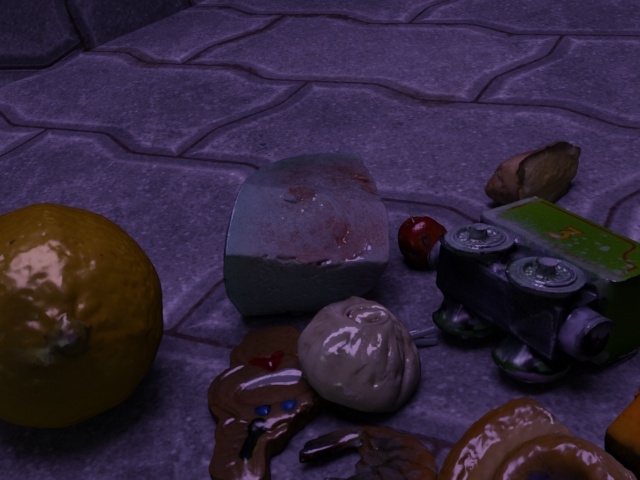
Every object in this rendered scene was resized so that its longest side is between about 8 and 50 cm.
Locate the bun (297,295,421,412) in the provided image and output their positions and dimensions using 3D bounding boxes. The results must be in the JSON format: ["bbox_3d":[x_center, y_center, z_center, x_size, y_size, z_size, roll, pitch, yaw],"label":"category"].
[{"bbox_3d":[0.062,0.142,1.144,0.183,0.102,0.183,13,38,-10],"label":"bun"}]

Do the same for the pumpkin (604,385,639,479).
[{"bbox_3d":[0.459,0.188,0.837,0.303,0.256,0.225,-52,41,8],"label":"pumpkin"}]

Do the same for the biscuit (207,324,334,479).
[{"bbox_3d":[-0.071,0.219,1.153,0.183,0.047,0.320,0,33,21],"label":"biscuit"}]

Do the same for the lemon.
[{"bbox_3d":[-0.376,0.102,1.186,0.336,0.336,0.336,-7,30,4],"label":"lemon"}]

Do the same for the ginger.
[{"bbox_3d":[0.389,-0.121,1.550,0.193,0.115,0.122,-18,13,-36],"label":"ginger"}]

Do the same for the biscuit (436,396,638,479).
[{"bbox_3d":[0.218,0.288,0.834,0.213,0.091,0.274,-47,43,-11],"label":"biscuit"}]

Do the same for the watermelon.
[{"bbox_3d":[0.000,0.000,1.355,0.258,0.228,0.387,19,31,26],"label":"watermelon"}]

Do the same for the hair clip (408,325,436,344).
[{"bbox_3d":[0.113,0.139,1.247,0.115,0.030,0.039,-3,29,11],"label":"hair clip"}]

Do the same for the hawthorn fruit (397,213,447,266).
[{"bbox_3d":[0.169,-0.004,1.417,0.093,0.093,0.093,-7,30,4],"label":"hawthorn fruit"}]

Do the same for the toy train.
[{"bbox_3d":[0.312,0.064,1.196,0.249,0.173,0.307,-15,29,-27],"label":"toy train"}]

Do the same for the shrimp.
[{"bbox_3d":[-0.005,0.294,1.001,0.296,0.058,0.169,-17,23,-19],"label":"shrimp"}]
